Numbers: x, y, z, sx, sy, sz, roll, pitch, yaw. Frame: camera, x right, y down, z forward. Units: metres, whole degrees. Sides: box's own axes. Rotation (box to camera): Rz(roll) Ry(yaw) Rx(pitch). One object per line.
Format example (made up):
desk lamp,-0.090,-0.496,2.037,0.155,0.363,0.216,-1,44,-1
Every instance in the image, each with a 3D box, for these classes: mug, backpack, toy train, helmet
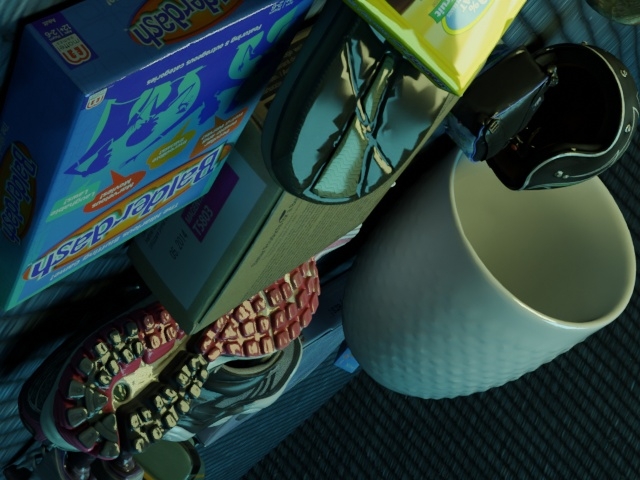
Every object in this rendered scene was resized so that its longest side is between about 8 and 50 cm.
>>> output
mug,0.193,0.019,1.590,0.328,0.276,0.374,-43,-158,47
backpack,0.164,-0.137,1.206,0.105,0.084,0.114,-39,165,-9
toy train,-0.236,0.331,1.634,0.190,0.142,0.334,-49,171,-7
helmet,0.267,-0.138,1.373,0.162,0.169,0.169,-22,166,-11

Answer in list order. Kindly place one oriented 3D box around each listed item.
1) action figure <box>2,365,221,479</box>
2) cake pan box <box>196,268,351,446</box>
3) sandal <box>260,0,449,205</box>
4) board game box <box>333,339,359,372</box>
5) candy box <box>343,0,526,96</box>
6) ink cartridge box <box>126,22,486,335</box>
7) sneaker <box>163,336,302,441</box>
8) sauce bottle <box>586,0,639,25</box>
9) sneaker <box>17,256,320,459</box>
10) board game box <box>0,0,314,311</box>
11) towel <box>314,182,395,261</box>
action figure,-0.186,0.164,1.201,0.285,0.099,0.185,-50,160,28
cake pan box,-0.044,0.158,1.766,0.267,0.070,0.246,-29,167,-48
sandal,0.055,-0.160,0.687,0.302,0.086,0.120,-52,132,-4
board game box,0.098,0.090,1.899,0.211,0.039,0.160,-54,-171,51
candy box,0.096,-0.184,0.627,0.105,0.027,0.206,34,90,-46
ink cartridge box,-0.016,-0.057,0.878,0.193,0.088,0.234,-32,167,-36
sneaker,-0.079,0.129,1.398,0.153,0.101,0.269,-45,167,35
sauce bottle,0.352,-0.279,1.232,0.111,0.111,0.344,-46,170,29
sneaker,-0.118,0.062,1.009,0.112,0.120,0.299,-8,-160,48
board game box,-0.100,-0.061,0.661,0.160,0.047,0.210,-34,169,-36
towel,0.000,0.000,1.353,0.144,0.029,0.197,-35,169,-25
